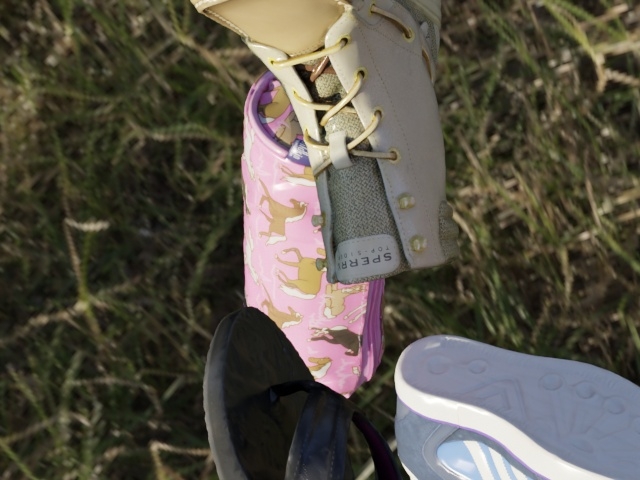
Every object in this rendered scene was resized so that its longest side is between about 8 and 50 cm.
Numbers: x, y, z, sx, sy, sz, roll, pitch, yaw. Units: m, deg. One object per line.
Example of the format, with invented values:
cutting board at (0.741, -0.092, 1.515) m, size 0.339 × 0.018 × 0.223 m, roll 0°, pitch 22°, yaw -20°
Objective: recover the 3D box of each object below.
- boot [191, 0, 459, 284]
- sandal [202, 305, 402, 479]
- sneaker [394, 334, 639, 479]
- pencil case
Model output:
boot at (0.010, -0.060, 0.694) m, size 0.077 × 0.213 × 0.165 m, roll -8°, pitch 84°, yaw 28°
sandal at (0.019, 0.238, 1.060) m, size 0.107 × 0.167 × 0.445 m, roll -31°, pitch 55°, yaw 22°
sneaker at (0.222, 0.235, 1.394) m, size 0.323 × 0.236 × 0.130 m, roll 19°, pitch 49°, yaw 30°
pencil case at (0.000, 0.000, 1.427) m, size 0.160 × 0.386 × 0.167 m, roll -5°, pitch 47°, yaw -9°
